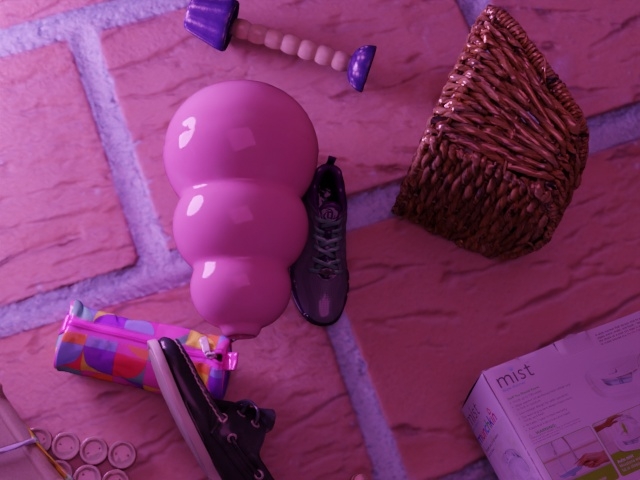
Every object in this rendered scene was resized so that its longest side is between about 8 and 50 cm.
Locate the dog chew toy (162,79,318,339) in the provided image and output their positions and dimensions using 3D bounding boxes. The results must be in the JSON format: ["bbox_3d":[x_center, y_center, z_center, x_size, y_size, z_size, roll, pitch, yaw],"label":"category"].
[{"bbox_3d":[-0.103,-0.037,1.506,0.207,0.206,0.331,0,74,-5],"label":"dog chew toy"}]

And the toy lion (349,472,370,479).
[{"bbox_3d":[0.051,0.355,1.482,0.100,0.034,0.096,-31,85,-14],"label":"toy lion"}]

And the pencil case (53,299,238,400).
[{"bbox_3d":[-0.223,0.146,1.490,0.236,0.104,0.104,11,71,0],"label":"pencil case"}]

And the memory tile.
[{"bbox_3d":[-0.316,0.303,1.474,0.148,0.012,0.113,10,71,-2],"label":"memory tile"}]

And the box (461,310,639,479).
[{"bbox_3d":[0.352,0.240,1.454,0.262,0.126,0.231,-19,62,-19],"label":"box"}]

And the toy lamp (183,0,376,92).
[{"bbox_3d":[-0.060,-0.286,1.658,0.275,0.080,0.080,17,71,2],"label":"toy lamp"}]

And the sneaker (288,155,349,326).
[{"bbox_3d":[0.000,0.000,1.557,0.083,0.098,0.223,0,71,-5],"label":"sneaker"}]

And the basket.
[{"bbox_3d":[0.244,-0.128,1.514,0.214,0.299,0.223,24,72,3],"label":"basket"}]

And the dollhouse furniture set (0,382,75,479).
[{"bbox_3d":[-0.484,0.305,1.378,0.197,0.151,0.301,48,31,23],"label":"dollhouse furniture set"}]

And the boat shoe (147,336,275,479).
[{"bbox_3d":[-0.097,0.253,1.413,0.113,0.127,0.340,-28,95,-11],"label":"boat shoe"}]
